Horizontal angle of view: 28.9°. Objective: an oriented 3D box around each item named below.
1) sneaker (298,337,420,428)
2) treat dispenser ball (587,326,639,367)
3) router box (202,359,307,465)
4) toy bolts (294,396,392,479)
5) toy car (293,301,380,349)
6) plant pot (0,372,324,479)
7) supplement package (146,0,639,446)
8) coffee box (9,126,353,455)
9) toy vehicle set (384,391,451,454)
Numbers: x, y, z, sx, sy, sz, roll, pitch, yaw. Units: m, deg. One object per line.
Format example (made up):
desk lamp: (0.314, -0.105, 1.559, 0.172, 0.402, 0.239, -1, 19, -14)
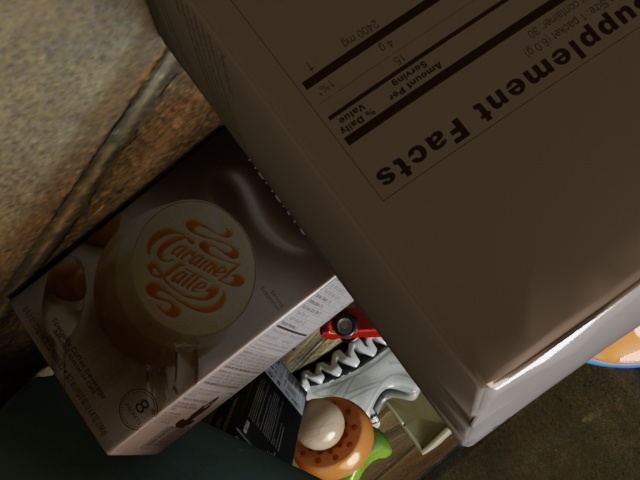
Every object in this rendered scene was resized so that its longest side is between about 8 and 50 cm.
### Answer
sneaker: (0.006, 0.228, 1.680, 0.292, 0.118, 0.110, -32, 165, -10)
treat dispenser ball: (0.335, -0.001, 1.400, 0.288, 0.288, 0.288, -33, 164, -11)
router box: (-0.138, 0.247, 1.310, 0.243, 0.081, 0.309, -39, -174, 8)
toy bolts: (-0.065, 0.263, 1.494, 0.228, 0.218, 0.158, -53, 144, -12)
toy car: (-0.052, 0.068, 1.148, 0.239, 0.053, 0.225, -12, 166, 40)
plant pot: (-0.131, 0.284, 1.008, 0.341, 0.334, 0.341, -57, 171, -15)
supplement package: (0.056, -0.075, 0.607, 0.175, 0.293, 0.177, -34, 165, -7)
coffee box: (-0.077, 0.026, 0.894, 0.246, 0.141, 0.098, -39, 163, 5)
toy vehicle set: (0.165, 0.180, 1.778, 0.035, 0.166, 0.267, -24, 161, -36)
